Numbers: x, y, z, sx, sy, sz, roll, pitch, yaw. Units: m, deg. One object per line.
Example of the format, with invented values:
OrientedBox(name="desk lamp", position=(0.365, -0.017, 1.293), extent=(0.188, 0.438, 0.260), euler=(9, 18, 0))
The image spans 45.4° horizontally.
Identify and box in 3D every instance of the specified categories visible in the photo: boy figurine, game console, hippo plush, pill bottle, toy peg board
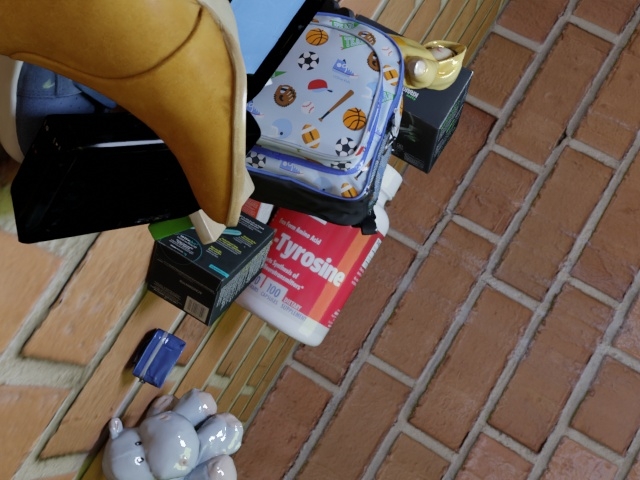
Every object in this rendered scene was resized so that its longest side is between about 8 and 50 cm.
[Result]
OrientedBox(name="boy figurine", position=(0.130, -0.306, 1.253), extent=(0.285, 0.177, 0.092), euler=(7, 116, -32))
OrientedBox(name="game console", position=(-0.104, -0.126, 0.621), extent=(0.213, 0.044, 0.361), euler=(-14, 154, -49))
OrientedBox(name="hippo plush", position=(-0.311, 0.378, 1.432), extent=(0.294, 0.234, 0.236), euler=(-20, 150, 7))
OrientedBox(name="pill bottle", position=(0.000, 0.000, 1.631), extent=(0.408, 0.229, 0.229), euler=(-59, 170, -4))
OrientedBox(name="toy peg board", position=(-0.161, -0.091, 0.868), extent=(0.161, 0.079, 0.161), euler=(-66, 136, -62))

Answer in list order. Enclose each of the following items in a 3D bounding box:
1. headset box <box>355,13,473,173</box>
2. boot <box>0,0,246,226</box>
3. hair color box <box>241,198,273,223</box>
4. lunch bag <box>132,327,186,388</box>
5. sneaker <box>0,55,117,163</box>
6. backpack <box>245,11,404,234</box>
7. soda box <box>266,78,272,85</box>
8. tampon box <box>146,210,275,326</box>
OrientedBox(name="headset box", position=(0.146, -0.281, 1.493), extent=(0.131, 0.246, 0.283), euler=(-58, 169, -9))
OrientedBox(name="boot", position=(-0.155, -0.129, 0.476), extent=(0.104, 0.211, 0.295), euler=(-104, -171, -53))
OrientedBox(name="hair color box", position=(-0.111, -0.078, 1.384), extent=(0.072, 0.043, 0.141), euler=(-48, 166, -49))
OrientedBox(name="lunch bag", position=(-0.280, 0.201, 1.301), extent=(0.098, 0.065, 0.067), euler=(-60, -174, -7))
OrientedBox(name="sneaker", position=(-0.130, -0.196, 0.631), extent=(0.350, 0.148, 0.131), euler=(-60, 170, 2))
OrientedBox(name="backpack", position=(-0.010, -0.182, 1.044), extent=(0.213, 0.276, 0.263), euler=(101, 9, -66))
OrientedBox(name="soda box", position=(-0.125, -0.179, 0.811), extent=(0.069, 0.074, 0.216), euler=(-16, -168, 20))
OrientedBox(name="tampon box", position=(-0.168, 0.028, 1.182), extent=(0.161, 0.120, 0.101), euler=(-47, 164, -51))
